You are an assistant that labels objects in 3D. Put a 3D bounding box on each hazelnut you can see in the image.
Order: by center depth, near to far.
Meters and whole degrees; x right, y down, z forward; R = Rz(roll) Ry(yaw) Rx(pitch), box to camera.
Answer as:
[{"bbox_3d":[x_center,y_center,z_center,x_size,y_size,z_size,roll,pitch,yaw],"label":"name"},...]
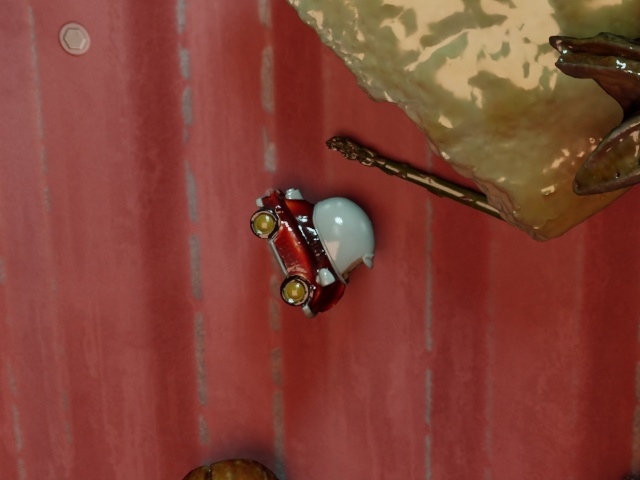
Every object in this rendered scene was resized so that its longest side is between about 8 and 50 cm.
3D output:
[{"bbox_3d":[-0.102,0.318,1.799,0.154,0.143,0.143,-30,100,44],"label":"hazelnut"}]

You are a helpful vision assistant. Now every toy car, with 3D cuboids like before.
[{"bbox_3d":[0.000,0.000,1.671,0.112,0.112,0.139,-26,91,10],"label":"toy car"}]

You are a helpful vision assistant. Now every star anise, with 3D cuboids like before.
[{"bbox_3d":[0.359,-0.125,1.384,0.315,0.108,0.315,0,90,7],"label":"star anise"}]

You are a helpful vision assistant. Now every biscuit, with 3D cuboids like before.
[{"bbox_3d":[0.206,-0.237,1.494,0.446,0.104,0.429,-34,97,22],"label":"biscuit"}]

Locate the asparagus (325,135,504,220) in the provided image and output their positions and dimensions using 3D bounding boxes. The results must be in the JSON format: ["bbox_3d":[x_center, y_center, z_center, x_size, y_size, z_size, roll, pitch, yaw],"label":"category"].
[{"bbox_3d":[0.121,-0.057,1.645,0.249,0.024,0.025,23,131,7],"label":"asparagus"}]

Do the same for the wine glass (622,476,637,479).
[{"bbox_3d":[0.425,0.371,1.650,0.321,0.143,0.143,29,116,5],"label":"wine glass"}]
